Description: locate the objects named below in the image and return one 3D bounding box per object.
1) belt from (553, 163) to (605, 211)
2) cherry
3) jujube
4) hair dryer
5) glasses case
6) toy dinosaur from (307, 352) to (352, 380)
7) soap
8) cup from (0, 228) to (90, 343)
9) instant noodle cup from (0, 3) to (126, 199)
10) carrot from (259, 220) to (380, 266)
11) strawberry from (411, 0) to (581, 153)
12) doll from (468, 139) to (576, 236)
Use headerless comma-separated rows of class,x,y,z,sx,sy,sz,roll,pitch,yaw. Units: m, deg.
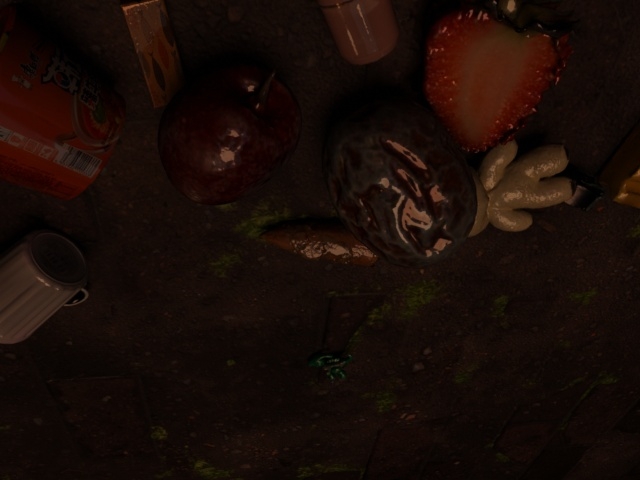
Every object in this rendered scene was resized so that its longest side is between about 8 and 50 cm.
belt,0.542,-0.116,1.128,0.140,0.105,0.058,10,131,-32
cherry,-0.153,-0.164,0.873,0.203,0.230,0.300,36,140,-8
jujube,0.136,-0.104,0.952,0.308,0.215,0.246,45,116,-11
hair dryer,0.155,-0.372,0.740,0.344,0.106,0.189,-4,137,27
glasses case,-0.260,-0.301,0.847,0.065,0.041,0.170,-18,135,-12
toy dinosaur,0.034,0.348,1.515,0.132,0.059,0.096,-23,128,22
soap,0.783,-0.154,1.140,0.325,0.096,0.204,9,130,-18
cup,-0.585,0.082,1.101,0.202,0.221,0.167,-35,96,18
instant noodle cup,-0.431,-0.185,0.798,0.250,0.250,0.192,-37,136,23
carrot,0.000,0.000,1.159,0.263,0.102,0.102,6,132,-7
strawberry,0.273,-0.297,0.907,0.234,0.137,0.306,17,151,2
doll,0.370,-0.103,1.090,0.278,0.175,0.149,-14,167,12
